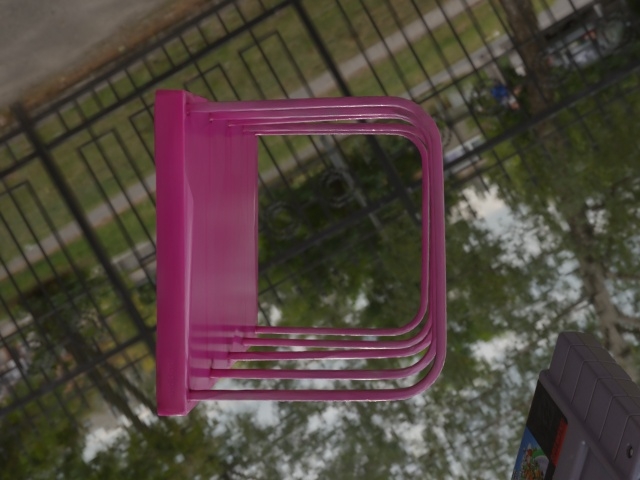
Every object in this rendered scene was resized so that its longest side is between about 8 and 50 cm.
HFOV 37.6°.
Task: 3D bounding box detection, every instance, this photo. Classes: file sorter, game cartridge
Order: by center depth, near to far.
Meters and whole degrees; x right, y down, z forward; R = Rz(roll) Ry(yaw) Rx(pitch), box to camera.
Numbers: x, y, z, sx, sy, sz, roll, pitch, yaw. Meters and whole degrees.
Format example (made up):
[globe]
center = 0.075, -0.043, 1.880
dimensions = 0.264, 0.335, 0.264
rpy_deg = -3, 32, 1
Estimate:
[file sorter]
center = 0.000, 0.000, 0.711
dimensions = 0.182, 0.202, 0.291
rpy_deg = 0, -176, 5
[game cartridge]
center = 0.286, 0.308, 1.076
dimensions = 0.068, 0.355, 0.230
rpy_deg = 4, -159, -16
